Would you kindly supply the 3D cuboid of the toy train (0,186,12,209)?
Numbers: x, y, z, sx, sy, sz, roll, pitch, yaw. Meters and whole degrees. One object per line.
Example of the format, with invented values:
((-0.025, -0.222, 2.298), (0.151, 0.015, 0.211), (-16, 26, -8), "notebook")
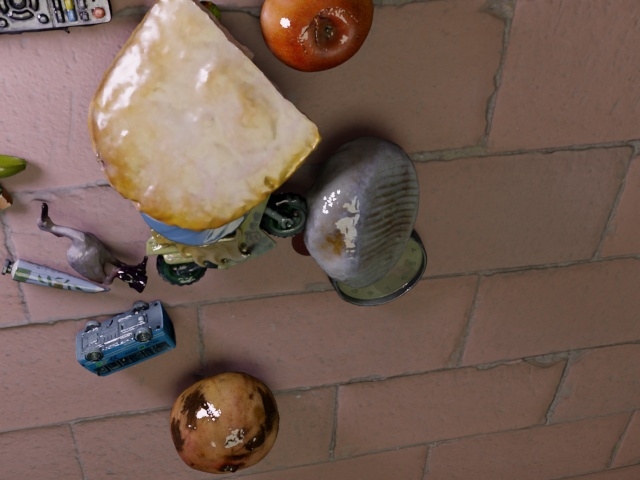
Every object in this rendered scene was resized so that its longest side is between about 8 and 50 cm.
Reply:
((-0.763, -0.089, 1.610), (0.103, 0.044, 0.064), (-25, 138, 4), "toy train")

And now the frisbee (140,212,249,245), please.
((-0.286, -0.132, 1.585), (0.290, 0.049, 0.289), (0, 87, 5), "frisbee")

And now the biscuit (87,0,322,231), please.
((-0.257, -0.233, 1.476), (0.429, 0.104, 0.446), (38, 106, -13), "biscuit")

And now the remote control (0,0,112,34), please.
((-0.610, -0.460, 1.360), (0.399, 0.062, 0.144), (-8, 128, -11), "remote control")

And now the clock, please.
((0.158, 0.070, 1.944), (0.281, 0.055, 0.280), (-10, 133, -11), "clock")

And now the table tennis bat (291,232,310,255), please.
((0.000, 0.000, 1.889), (0.155, 0.019, 0.098), (-4, 126, -8), "table tennis bat")

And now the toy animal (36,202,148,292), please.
((-0.561, 0.023, 1.698), (0.195, 0.090, 0.324), (-25, 129, 40), "toy animal")

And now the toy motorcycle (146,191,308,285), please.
((-0.234, -0.037, 1.706), (0.410, 0.168, 0.237), (-26, 126, 5), "toy motorcycle")

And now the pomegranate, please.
((-0.275, 0.532, 2.052), (0.322, 0.322, 0.322), (-7, 127, -10), "pomegranate")

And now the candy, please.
((-0.198, -0.434, 1.504), (0.062, 0.058, 0.194), (-2, 151, 39), "candy")

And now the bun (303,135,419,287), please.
((0.091, -0.070, 1.697), (0.211, 0.362, 0.361), (13, 135, 30), "bun")

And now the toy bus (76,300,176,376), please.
((-0.518, 0.267, 1.891), (0.246, 0.113, 0.134), (-23, 134, 0), "toy bus")

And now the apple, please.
((-0.003, -0.451, 1.456), (0.235, 0.173, 0.210), (-35, 127, 10), "apple")

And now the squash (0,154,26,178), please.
((-0.752, -0.161, 1.547), (0.201, 0.066, 0.066), (-7, 127, -18), "squash")

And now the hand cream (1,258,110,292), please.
((-0.655, 0.095, 1.760), (0.256, 0.055, 0.088), (16, 162, -25), "hand cream")
